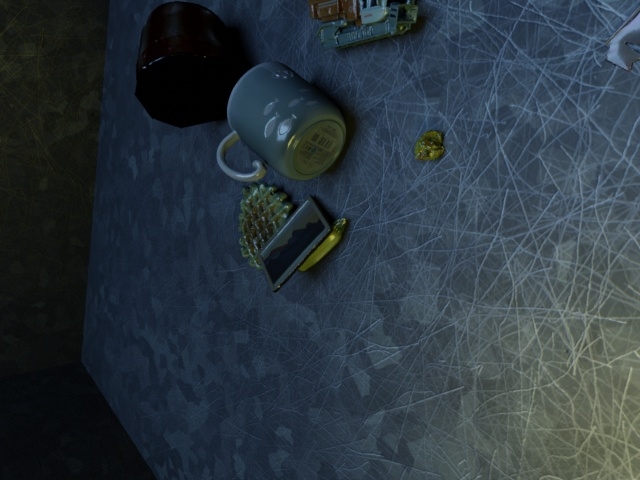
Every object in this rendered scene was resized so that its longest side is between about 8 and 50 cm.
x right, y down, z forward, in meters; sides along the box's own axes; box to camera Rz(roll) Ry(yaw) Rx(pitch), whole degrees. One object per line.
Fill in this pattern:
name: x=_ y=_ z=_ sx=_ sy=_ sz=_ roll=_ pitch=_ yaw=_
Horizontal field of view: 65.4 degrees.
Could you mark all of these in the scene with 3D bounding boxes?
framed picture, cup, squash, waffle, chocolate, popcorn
framed picture: x=-0.082 y=0.008 z=1.499 sx=0.265 sy=0.018 sz=0.192 roll=-48 pitch=40 yaw=14
cup: x=-0.124 y=-0.296 z=1.411 sx=0.357 sy=0.259 sz=0.274 roll=-41 pitch=58 yaw=-7
squash: x=0.000 y=0.000 z=1.484 sx=0.224 sy=0.094 sz=0.094 roll=-39 pitch=65 yaw=34
waffle: x=-0.189 y=-0.044 z=1.693 sx=0.292 sy=0.056 sz=0.308 roll=17 pitch=106 yaw=45
chocolate: x=-0.472 y=-0.646 z=1.766 sx=0.384 sy=0.384 sz=0.331 roll=-37 pitch=54 yaw=42
popcorn: x=0.259 y=-0.229 z=1.200 sx=0.068 sy=0.060 sz=0.083 roll=44 pitch=114 yaw=36

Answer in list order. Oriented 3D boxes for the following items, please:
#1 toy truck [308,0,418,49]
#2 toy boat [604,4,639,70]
toy truck: x=0.114 y=-0.600 z=1.281 sx=0.338 sy=0.133 sz=0.184 roll=17 pitch=115 yaw=48
toy boat: x=0.618 y=-0.420 z=0.800 sx=0.219 sy=0.072 sz=0.318 roll=42 pitch=125 yaw=40
